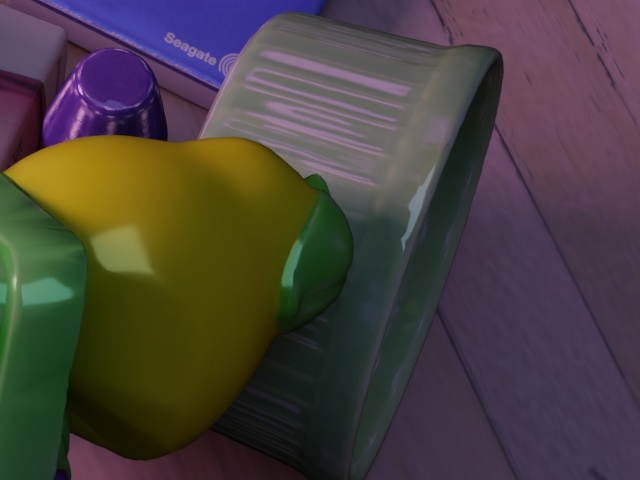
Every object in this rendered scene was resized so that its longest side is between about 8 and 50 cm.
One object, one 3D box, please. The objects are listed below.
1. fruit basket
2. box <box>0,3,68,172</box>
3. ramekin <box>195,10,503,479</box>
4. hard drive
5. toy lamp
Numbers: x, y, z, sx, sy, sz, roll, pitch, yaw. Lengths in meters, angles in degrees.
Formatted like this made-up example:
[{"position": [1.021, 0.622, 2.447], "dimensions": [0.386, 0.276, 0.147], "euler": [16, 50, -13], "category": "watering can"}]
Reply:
[{"position": [-0.170, 0.067, 1.053], "dimensions": [0.392, 0.392, 0.283], "euler": [12, 99, -5], "category": "fruit basket"}, {"position": [-0.270, -0.037, 1.328], "dimensions": [0.126, 0.149, 0.232], "euler": [21, 60, 0], "category": "box"}, {"position": [0.000, 0.000, 1.284], "dimensions": [0.148, 0.303, 0.303], "euler": [19, 59, 9], "category": "ramekin"}, {"position": [-0.073, -0.262, 1.526], "dimensions": [0.210, 0.040, 0.319], "euler": [26, 65, -2], "category": "hard drive"}, {"position": [-0.144, -0.029, 1.275], "dimensions": [0.080, 0.275, 0.080], "euler": [5, 62, -9], "category": "toy lamp"}]
